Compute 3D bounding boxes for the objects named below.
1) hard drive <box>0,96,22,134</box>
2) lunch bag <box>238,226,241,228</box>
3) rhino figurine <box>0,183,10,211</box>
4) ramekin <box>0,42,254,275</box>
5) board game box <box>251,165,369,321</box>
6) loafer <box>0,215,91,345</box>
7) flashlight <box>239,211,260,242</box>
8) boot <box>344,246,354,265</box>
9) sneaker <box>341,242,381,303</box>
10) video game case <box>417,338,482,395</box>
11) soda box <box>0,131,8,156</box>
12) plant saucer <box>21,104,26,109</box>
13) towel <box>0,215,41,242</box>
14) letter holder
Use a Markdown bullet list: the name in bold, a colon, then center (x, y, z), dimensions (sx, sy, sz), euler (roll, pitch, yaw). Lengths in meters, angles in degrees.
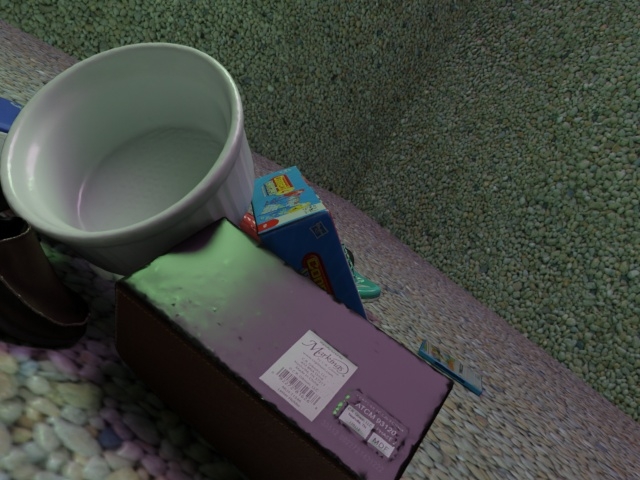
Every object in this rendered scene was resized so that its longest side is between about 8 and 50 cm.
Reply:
- **hard drive**: center (-0.664, -0.247, 0.985), dimensions (0.210, 0.040, 0.319), euler (37, 11, 30)
- **lunch bag**: center (-0.168, 0.027, 0.942), dimensions (0.293, 0.138, 0.221), euler (39, 6, -12)
- **rhino figurine**: center (-0.399, -0.065, 0.624), dimensions (0.106, 0.073, 0.243), euler (24, 7, -6)
- **ramekin**: center (-0.212, -0.090, 0.655), dimensions (0.277, 0.277, 0.135), euler (36, -17, 25)
- **board game box**: center (-0.005, 0.071, 0.781), dimensions (0.302, 0.086, 0.308), euler (-119, -172, -70)
- **loafer**: center (-0.300, 0.021, 0.518), dimensions (0.220, 0.078, 0.080), euler (48, 7, -34)
- **flashlight**: center (-0.159, -0.038, 1.300), dimensions (0.304, 0.103, 0.103), euler (33, 9, 13)
- **boot**: center (0.000, 0.000, 1.657), dimensions (0.176, 0.088, 0.244), euler (22, 22, -45)
- **sneaker**: center (0.033, 0.060, 1.340), dimensions (0.275, 0.110, 0.107), euler (34, 24, 19)
- **video game case**: center (0.312, 0.301, 1.304), dimensions (0.166, 0.015, 0.119), euler (34, 11, 12)
- **soda box**: center (-0.513, -0.126, 0.696), dimensions (0.074, 0.069, 0.216), euler (3, -2, 25)
- **plant saucer**: center (-0.538, -0.230, 1.087), dimensions (0.119, 0.021, 0.119), euler (31, 10, -6)
- **towel**: center (-0.446, -0.019, 0.548), dimensions (0.209, 0.034, 0.285), euler (29, 8, -1)
- **letter holder**: center (-0.058, 0.161, 0.577), dimensions (0.302, 0.214, 0.152), euler (35, 42, 15)
